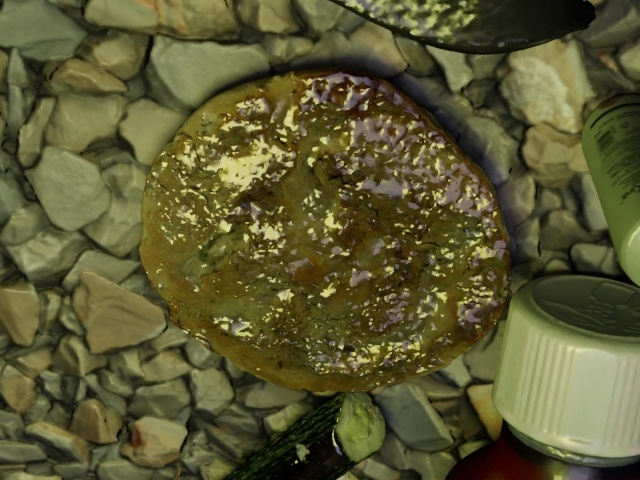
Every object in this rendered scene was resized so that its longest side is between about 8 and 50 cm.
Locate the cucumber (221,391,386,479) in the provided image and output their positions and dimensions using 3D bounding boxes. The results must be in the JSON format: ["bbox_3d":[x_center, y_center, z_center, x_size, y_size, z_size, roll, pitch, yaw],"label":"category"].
[{"bbox_3d":[-0.038,0.240,1.457,0.241,0.074,0.074,-39,114,24],"label":"cucumber"}]

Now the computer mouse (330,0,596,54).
[{"bbox_3d":[0.070,-0.208,1.131,0.295,0.168,0.087,11,122,-3],"label":"computer mouse"}]

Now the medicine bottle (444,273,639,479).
[{"bbox_3d":[0.242,0.239,1.361,0.243,0.242,0.395,10,113,-6],"label":"medicine bottle"}]

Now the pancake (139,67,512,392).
[{"bbox_3d":[0.000,0.001,1.318,0.356,0.065,0.356,-1,120,-1],"label":"pancake"}]

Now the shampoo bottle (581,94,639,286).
[{"bbox_3d":[0.277,-0.030,1.178,0.085,0.262,0.085,0,120,0],"label":"shampoo bottle"}]
